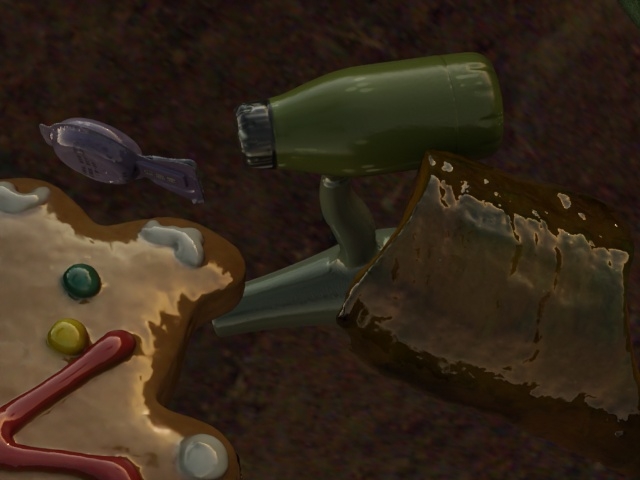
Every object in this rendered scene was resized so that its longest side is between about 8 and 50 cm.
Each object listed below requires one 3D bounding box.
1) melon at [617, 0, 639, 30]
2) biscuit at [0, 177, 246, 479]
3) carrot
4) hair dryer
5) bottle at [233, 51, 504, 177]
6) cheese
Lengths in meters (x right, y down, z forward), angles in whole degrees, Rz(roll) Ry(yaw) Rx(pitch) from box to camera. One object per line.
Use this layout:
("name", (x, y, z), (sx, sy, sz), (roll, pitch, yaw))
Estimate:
("melon", (0.385, -0.338, 1.797), (0.182, 0.182, 0.287), (-4, 116, 28))
("biscuit", (-0.145, 0.093, 0.935), (0.216, 0.047, 0.339), (13, 45, 0))
("carrot", (0.188, 0.059, 1.611), (0.341, 0.241, 0.241), (21, 86, -8))
("hair dryer", (-0.019, 0.024, 1.902), (0.296, 0.298, 0.119), (-27, 49, 24))
("bottle", (0.045, -0.119, 1.672), (0.260, 0.112, 0.112), (-8, 70, -6))
("cheese", (-0.214, -0.087, 1.801), (0.191, 0.105, 0.042), (20, 69, 10))
